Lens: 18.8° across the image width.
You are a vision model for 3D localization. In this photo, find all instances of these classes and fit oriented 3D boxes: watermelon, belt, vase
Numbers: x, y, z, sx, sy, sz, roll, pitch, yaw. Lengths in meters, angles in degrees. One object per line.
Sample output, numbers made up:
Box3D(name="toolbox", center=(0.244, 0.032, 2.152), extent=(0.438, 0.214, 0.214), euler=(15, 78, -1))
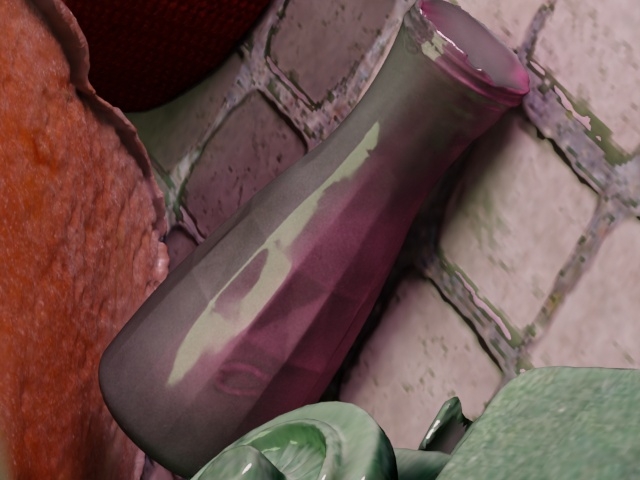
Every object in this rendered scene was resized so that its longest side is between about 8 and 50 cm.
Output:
Box3D(name="watermelon", center=(-0.168, 0.083, 0.823), extent=(0.319, 0.292, 0.222), euler=(-34, 60, 4))
Box3D(name="belt", center=(-0.106, -0.147, 0.925), extent=(0.201, 0.124, 0.128), euler=(-37, 54, 41))
Box3D(name="vase", center=(0.000, 0.000, 0.783), extent=(0.214, 0.086, 0.086), euler=(-52, 43, 23))

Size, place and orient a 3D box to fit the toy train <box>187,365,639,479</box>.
Box3D(name="toy train", center=(0.023, 0.164, 0.548), extent=(0.238, 0.167, 0.299), euler=(-4, 43, 51))
